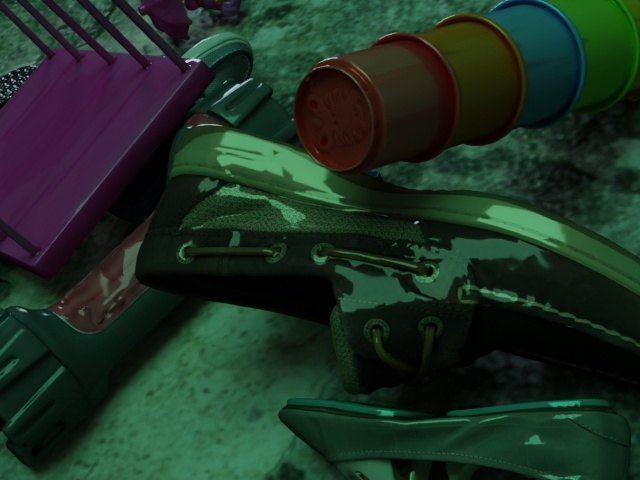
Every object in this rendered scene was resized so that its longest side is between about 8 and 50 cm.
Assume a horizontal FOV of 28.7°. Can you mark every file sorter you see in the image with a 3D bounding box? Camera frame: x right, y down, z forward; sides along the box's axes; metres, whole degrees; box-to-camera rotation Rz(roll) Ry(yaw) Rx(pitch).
[{"bbox_3d":[-0.270,-0.124,1.000,0.202,0.182,0.290,-54,33,-14],"label":"file sorter"}]

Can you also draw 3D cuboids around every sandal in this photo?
[{"bbox_3d":[-0.331,-0.111,1.202,0.067,0.040,0.179,22,46,37],"label":"sandal"}]

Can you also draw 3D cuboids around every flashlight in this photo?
[{"bbox_3d":[-0.133,0.010,0.892,0.103,0.103,0.304,35,65,27],"label":"flashlight"}]

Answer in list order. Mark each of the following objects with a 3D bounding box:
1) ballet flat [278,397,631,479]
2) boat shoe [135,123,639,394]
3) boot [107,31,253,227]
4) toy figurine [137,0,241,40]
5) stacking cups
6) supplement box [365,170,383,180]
[{"bbox_3d":[0.065,0.122,0.694,0.213,0.072,0.068,-4,76,31],"label":"ballet flat"},{"bbox_3d":[0.046,0.037,0.727,0.342,0.123,0.123,19,70,18],"label":"boat shoe"},{"bbox_3d":[-0.102,-0.086,1.019,0.086,0.069,0.190,29,75,41],"label":"boot"},{"bbox_3d":[-0.105,-0.262,1.193,0.173,0.130,0.159,12,65,9],"label":"toy figurine"},{"bbox_3d":[0.116,-0.106,0.763,0.096,0.096,0.316,11,22,38],"label":"stacking cups"},{"bbox_3d":[0.000,0.000,0.866,0.083,0.056,0.083,2,49,33],"label":"supplement box"}]
